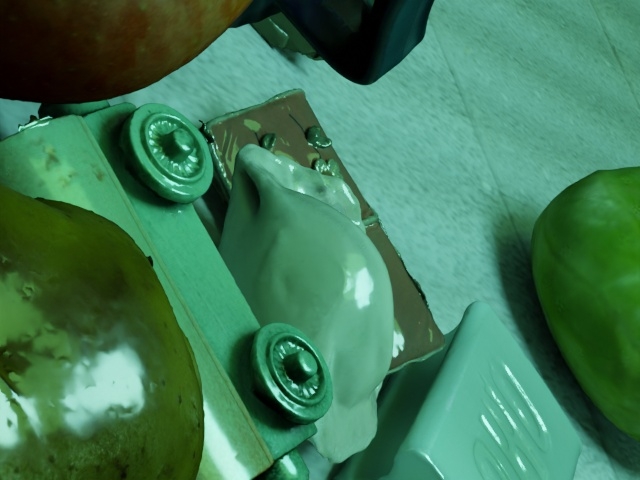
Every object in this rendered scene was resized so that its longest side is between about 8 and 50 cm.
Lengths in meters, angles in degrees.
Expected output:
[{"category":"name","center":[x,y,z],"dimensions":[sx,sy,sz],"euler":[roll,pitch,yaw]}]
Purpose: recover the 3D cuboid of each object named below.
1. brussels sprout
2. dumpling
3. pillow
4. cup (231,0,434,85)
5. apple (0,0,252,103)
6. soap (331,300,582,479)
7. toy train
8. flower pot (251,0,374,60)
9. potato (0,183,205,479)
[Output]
[{"category":"brussels sprout","center":[0.348,0.063,1.739],"dimensions":[0.328,0.247,0.328],"euler":[40,34,-34]},{"category":"dumpling","center":[0.001,0.042,1.222],"dimensions":[0.151,0.124,0.229],"euler":[11,64,-53]},{"category":"pillow","center":[0.000,0.000,1.326],"dimensions":[0.126,0.043,0.232],"euler":[-26,84,-41]},{"category":"cup","center":[-0.040,-0.277,1.123],"dimensions":[0.308,0.292,0.242],"euler":[21,72,-2]},{"category":"apple","center":[-0.188,-0.162,0.984],"dimensions":[0.293,0.163,0.251],"euler":[25,-16,10]},{"category":"soap","center":[0.110,0.171,1.335],"dimensions":[0.160,0.087,0.265],"euler":[55,24,-8]},{"category":"toy train","center":[-0.111,0.043,1.048],"dimensions":[0.177,0.116,0.285],"euler":[-26,87,-53]},{"category":"flower pot","center":[0.016,-0.266,1.552],"dimensions":[0.212,0.212,0.202],"euler":[43,42,-33]},{"category":"potato","center":[-0.183,0.073,0.797],"dimensions":[0.369,0.176,0.195],"euler":[-9,112,-57]}]
